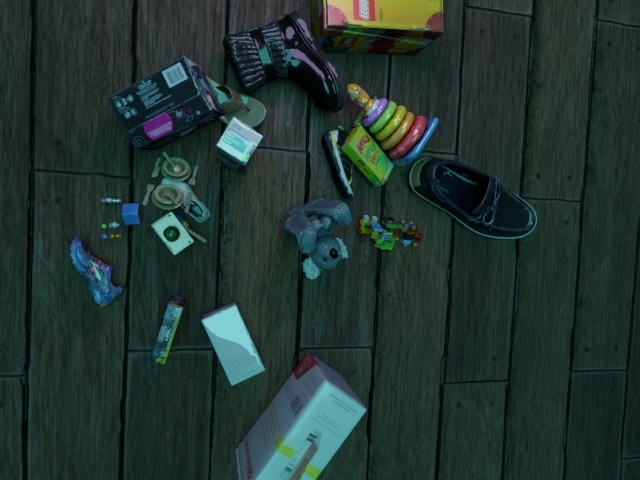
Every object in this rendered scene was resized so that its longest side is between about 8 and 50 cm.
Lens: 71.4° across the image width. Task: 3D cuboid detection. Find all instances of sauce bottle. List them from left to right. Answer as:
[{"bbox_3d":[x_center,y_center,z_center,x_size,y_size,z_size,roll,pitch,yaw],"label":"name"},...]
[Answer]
[{"bbox_3d":[0.151,-0.417,1.464,0.042,0.042,0.128,34,86,-12],"label":"sauce bottle"}]

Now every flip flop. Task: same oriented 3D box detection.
[{"bbox_3d":[-0.296,-0.428,1.345,0.277,0.080,0.112,29,87,-12],"label":"flip flop"}]

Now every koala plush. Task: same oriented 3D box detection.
[{"bbox_3d":[0.000,0.000,1.404,0.196,0.203,0.221,-37,121,-20],"label":"koala plush"}]

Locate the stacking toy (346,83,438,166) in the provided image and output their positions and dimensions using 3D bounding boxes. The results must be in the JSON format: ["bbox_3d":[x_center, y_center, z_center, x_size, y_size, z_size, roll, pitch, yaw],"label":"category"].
[{"bbox_3d":[0.199,-0.385,1.400,0.302,0.175,0.165,36,83,-15],"label":"stacking toy"}]

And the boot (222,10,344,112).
[{"bbox_3d":[-0.111,-0.501,1.353,0.260,0.131,0.347,-31,88,-16],"label":"boot"}]

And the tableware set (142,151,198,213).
[{"bbox_3d":[-0.433,-0.175,1.297,0.129,0.039,0.194,10,54,-13],"label":"tableware set"}]

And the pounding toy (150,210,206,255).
[{"bbox_3d":[-0.412,-0.022,1.309,0.100,0.141,0.130,-37,100,-9],"label":"pounding toy"}]

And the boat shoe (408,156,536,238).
[{"bbox_3d":[0.537,-0.137,1.508,0.501,0.156,0.186,24,86,-14],"label":"boat shoe"}]

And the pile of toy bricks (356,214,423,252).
[{"bbox_3d":[0.229,-0.007,1.482,0.213,0.118,0.105,6,124,-21],"label":"pile of toy bricks"}]

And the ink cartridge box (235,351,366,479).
[{"bbox_3d":[-0.070,0.571,1.347,0.160,0.279,0.384,39,85,-12],"label":"ink cartridge box"}]

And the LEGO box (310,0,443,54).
[{"bbox_3d":[0.160,-0.857,1.365,0.373,0.193,0.499,-3,94,-12],"label":"LEGO box"}]

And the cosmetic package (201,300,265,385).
[{"bbox_3d":[-0.271,0.318,1.389,0.118,0.085,0.230,-23,96,-11],"label":"cosmetic package"}]

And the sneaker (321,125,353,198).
[{"bbox_3d":[0.082,-0.253,1.436,0.097,0.084,0.234,-20,97,-13],"label":"sneaker"}]

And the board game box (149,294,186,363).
[{"bbox_3d":[-0.449,0.258,1.315,0.048,0.141,0.170,19,88,-15],"label":"board game box"}]

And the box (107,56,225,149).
[{"bbox_3d":[-0.429,-0.379,1.258,0.248,0.142,0.163,-25,98,7],"label":"box"}]

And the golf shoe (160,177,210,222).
[{"bbox_3d":[-0.405,-0.128,1.335,0.176,0.086,0.069,42,86,-10],"label":"golf shoe"}]

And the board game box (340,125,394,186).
[{"bbox_3d":[0.154,-0.269,1.434,0.181,0.043,0.092,44,60,-26],"label":"board game box"}]

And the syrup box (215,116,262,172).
[{"bbox_3d":[-0.240,-0.268,1.285,0.093,0.237,0.096,31,86,-13],"label":"syrup box"}]

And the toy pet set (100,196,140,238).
[{"bbox_3d":[-0.591,-0.067,1.306,0.114,0.065,0.122,-4,94,-12],"label":"toy pet set"}]

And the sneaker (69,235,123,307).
[{"bbox_3d":[-0.657,0.085,1.302,0.087,0.083,0.221,-29,104,-23],"label":"sneaker"}]
